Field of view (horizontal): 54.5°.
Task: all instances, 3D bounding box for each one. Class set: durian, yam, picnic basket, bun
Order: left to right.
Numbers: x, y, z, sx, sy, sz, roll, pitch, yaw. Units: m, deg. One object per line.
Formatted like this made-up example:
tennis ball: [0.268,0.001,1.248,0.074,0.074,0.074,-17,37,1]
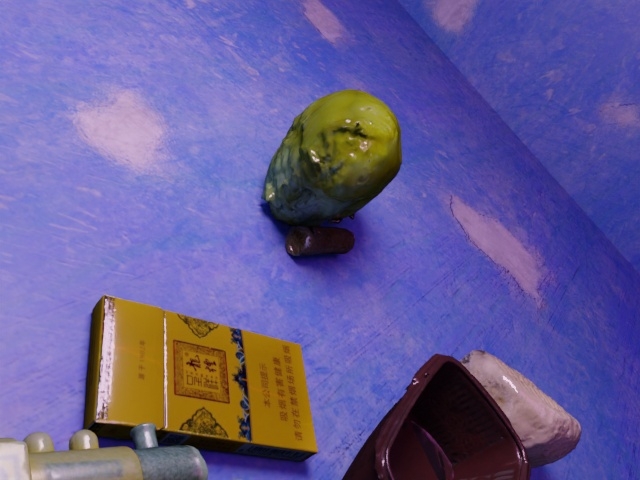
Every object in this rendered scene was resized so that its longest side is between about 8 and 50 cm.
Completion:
yam: [0.000,0.000,1.048,0.132,0.054,0.054,1,53,-50]
durian: [0.031,-0.134,1.046,0.204,0.340,0.255,41,61,-10]
picnic basket: [0.145,0.302,0.806,0.222,0.129,0.297,50,33,4]
bun: [0.299,0.280,1.002,0.220,0.134,0.220,38,0,0]

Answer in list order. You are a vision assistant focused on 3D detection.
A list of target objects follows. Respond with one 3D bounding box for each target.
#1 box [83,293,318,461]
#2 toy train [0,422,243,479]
box: [-0.130,0.166,0.723,0.279,0.041,0.153,22,41,-35]
toy train: [-0.206,0.230,0.472,0.369,0.150,0.237,14,38,-43]
